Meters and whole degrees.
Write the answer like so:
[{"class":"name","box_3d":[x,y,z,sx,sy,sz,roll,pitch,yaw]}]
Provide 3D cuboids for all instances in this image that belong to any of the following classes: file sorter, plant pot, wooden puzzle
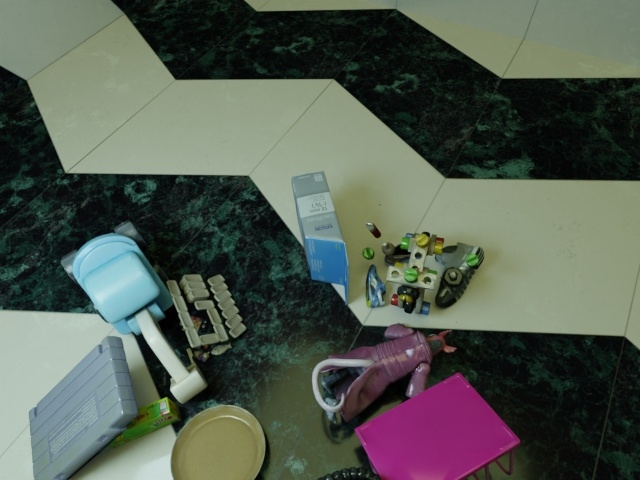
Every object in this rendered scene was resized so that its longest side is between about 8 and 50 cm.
[{"class":"file sorter","box_3d":[0.267,0.496,0.992,0.291,0.182,0.202,-24,35,-11]},{"class":"plant pot","box_3d":[-0.256,0.538,1.088,0.237,0.032,0.236,-2,44,1]},{"class":"wooden puzzle","box_3d":[-0.392,0.259,1.321,0.083,0.006,0.049,10,57,10]}]

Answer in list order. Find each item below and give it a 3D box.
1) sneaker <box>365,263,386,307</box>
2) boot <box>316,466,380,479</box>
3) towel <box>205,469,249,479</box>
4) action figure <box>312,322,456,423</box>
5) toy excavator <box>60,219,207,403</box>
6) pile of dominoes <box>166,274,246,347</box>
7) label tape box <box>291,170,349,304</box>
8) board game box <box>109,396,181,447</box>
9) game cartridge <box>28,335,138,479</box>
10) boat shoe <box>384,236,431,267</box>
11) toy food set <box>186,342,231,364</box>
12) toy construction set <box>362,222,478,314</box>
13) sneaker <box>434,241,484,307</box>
[{"class":"sneaker","box_3d":[0.172,0.143,1.338,0.059,0.053,0.144,3,61,-1]},{"class":"boot","box_3d":[-0.035,0.602,0.894,0.348,0.260,0.131,-29,67,-22]},{"class":"towel","box_3d":[-0.229,0.612,1.058,0.120,0.029,0.067,9,51,11]},{"class":"action figure","box_3d":[0.168,0.303,1.112,0.370,0.275,0.248,-26,51,3]},{"class":"toy excavator","box_3d":[-0.507,0.201,1.206,0.222,0.432,0.445,-33,29,-17]},{"class":"pile of dominoes","box_3d":[-0.344,0.209,1.293,0.196,0.040,0.251,1,46,-45]},{"class":"label tape box","box_3d":[0.000,0.000,1.323,0.115,0.249,0.347,-10,56,-3]},{"class":"board game box","box_3d":[-0.472,0.478,1.127,0.181,0.092,0.043,-20,56,-10]},{"class":"game cartridge","box_3d":[-0.604,0.438,1.086,0.355,0.068,0.230,-41,60,14]},{"class":"boat shoe","box_3d":[0.294,0.029,1.394,0.183,0.066,0.066,-28,59,-14]},{"class":"toy food set","box_3d":[-0.333,0.313,1.272,0.122,0.019,0.078,-26,58,-13]},{"class":"toy construction set","box_3d":[0.238,0.049,1.205,0.309,0.237,0.257,38,90,24]},{"class":"sneaker","box_3d":[0.399,0.099,1.346,0.228,0.086,0.132,-49,42,-13]}]
